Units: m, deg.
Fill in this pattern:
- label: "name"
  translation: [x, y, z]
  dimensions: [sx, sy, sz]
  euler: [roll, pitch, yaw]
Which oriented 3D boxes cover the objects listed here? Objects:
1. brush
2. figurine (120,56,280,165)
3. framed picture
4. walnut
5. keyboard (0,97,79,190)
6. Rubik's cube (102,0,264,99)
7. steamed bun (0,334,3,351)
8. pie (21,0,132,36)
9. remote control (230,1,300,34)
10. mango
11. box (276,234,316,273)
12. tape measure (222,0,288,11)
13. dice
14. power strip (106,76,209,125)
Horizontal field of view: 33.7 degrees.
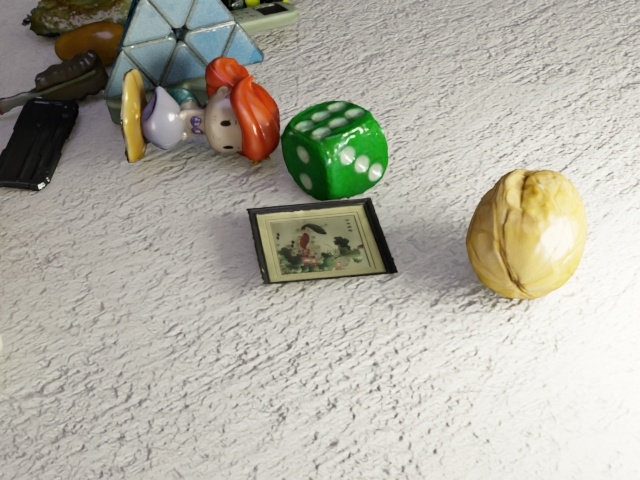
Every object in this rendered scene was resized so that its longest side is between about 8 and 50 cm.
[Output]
- label: "brush"
  translation: [-0.551, -0.275, 2.002]
  dimensions: [0.301, 0.084, 0.071]
  euler: [-22, 37, -5]
- label: "figurine"
  translation: [-0.192, -0.219, 1.775]
  dimensions: [0.257, 0.181, 0.208]
  euler: [1, 8, 2]
- label: "framed picture"
  translation: [0.000, 0.000, 1.556]
  dimensions: [0.199, 0.010, 0.195]
  euler: [-5, 38, -8]
- label: "walnut"
  translation: [0.279, -0.012, 1.418]
  dimensions: [0.159, 0.159, 0.206]
  euler: [5, 40, 17]
- label: "keyboard"
  translation: [-0.504, -0.175, 1.879]
  dimensions: [0.106, 0.016, 0.262]
  euler: [4, 42, 1]
- label: "Rubik's cube"
  translation: [-0.273, -0.401, 1.903]
  dimensions: [0.228, 0.233, 0.229]
  euler: [-14, 4, 29]
- label: "steamed bun"
  translation: [-0.541, 0.086, 1.415]
  dimensions: [0.146, 0.164, 0.241]
  euler: [-33, 81, -27]
- label: "pie"
  translation: [-0.485, -0.551, 2.349]
  dimensions: [0.297, 0.078, 0.371]
  euler: [3, 40, 16]
- label: "remote control"
  translation: [-0.185, -0.419, 2.067]
  dimensions: [0.310, 0.038, 0.090]
  euler: [-18, 33, -24]
- label: "mango"
  translation: [-0.467, -0.397, 2.134]
  dimensions: [0.184, 0.084, 0.102]
  euler: [5, 38, 26]
- label: "box"
  translation: [-0.035, 0.021, 1.550]
  dimensions: [0.046, 0.012, 0.083]
  euler: [1, 38, 10]
- label: "tape measure"
  translation: [-0.142, -0.541, 2.240]
  dimensions: [0.186, 0.112, 0.199]
  euler: [-28, 46, -13]
- label: "dice"
  translation: [0.022, -0.144, 1.669]
  dimensions: [0.128, 0.120, 0.131]
  euler: [-30, 40, -25]
- label: "power strip"
  translation: [-0.255, -0.294, 1.974]
  dimensions: [0.194, 0.059, 0.265]
  euler: [10, 40, 24]
